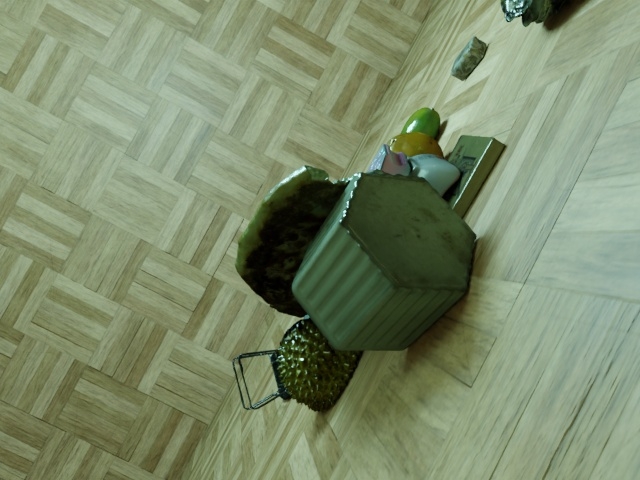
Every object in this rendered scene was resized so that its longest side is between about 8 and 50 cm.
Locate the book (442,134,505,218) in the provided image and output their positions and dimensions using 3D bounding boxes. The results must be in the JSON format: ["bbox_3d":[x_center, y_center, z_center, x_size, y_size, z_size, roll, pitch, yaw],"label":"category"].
[{"bbox_3d":[0.253,-0.117,1.215,0.161,0.026,0.231,-61,6,8],"label":"book"}]

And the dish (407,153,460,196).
[{"bbox_3d":[0.178,-0.096,1.260,0.151,0.077,0.212,-62,6,13],"label":"dish"}]

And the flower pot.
[{"bbox_3d":[0.093,0.034,1.008,0.190,0.209,0.239,-55,8,47],"label":"flower pot"}]

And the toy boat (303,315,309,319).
[{"bbox_3d":[0.009,0.187,1.603,0.141,0.092,0.320,-103,35,-80],"label":"toy boat"}]

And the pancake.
[{"bbox_3d":[-0.005,0.002,1.176,0.427,0.304,0.067,67,-174,-56],"label":"pancake"}]

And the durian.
[{"bbox_3d":[-0.003,0.210,1.350,0.237,0.137,0.193,-64,7,-34],"label":"durian"}]

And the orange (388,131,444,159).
[{"bbox_3d":[0.190,-0.163,1.438,0.155,0.134,0.155,-53,9,12],"label":"orange"}]

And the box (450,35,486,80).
[{"bbox_3d":[0.367,-0.450,1.658,0.098,0.045,0.062,-51,13,53],"label":"box"}]

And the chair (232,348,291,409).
[{"bbox_3d":[-0.106,0.347,1.767,0.140,0.221,0.145,138,117,-70],"label":"chair"}]

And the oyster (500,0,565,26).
[{"bbox_3d":[0.400,-0.465,1.126,0.351,0.158,0.162,-168,64,-76],"label":"oyster"}]

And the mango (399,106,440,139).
[{"bbox_3d":[0.233,-0.251,1.682,0.191,0.085,0.122,-55,12,40],"label":"mango"}]

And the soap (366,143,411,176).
[{"bbox_3d":[0.116,-0.109,1.216,0.100,0.056,0.149,-62,7,20],"label":"soap"}]
